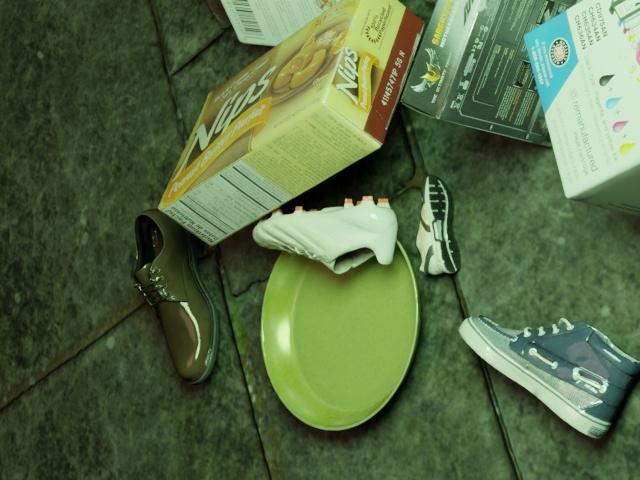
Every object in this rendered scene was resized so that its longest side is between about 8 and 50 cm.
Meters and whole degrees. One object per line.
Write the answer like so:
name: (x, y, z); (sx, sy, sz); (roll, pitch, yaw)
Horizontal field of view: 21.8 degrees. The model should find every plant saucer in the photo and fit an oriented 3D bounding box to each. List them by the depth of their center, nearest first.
plant saucer: (0.028, 0.088, 1.818); (0.241, 0.037, 0.241); (-9, 78, 45)

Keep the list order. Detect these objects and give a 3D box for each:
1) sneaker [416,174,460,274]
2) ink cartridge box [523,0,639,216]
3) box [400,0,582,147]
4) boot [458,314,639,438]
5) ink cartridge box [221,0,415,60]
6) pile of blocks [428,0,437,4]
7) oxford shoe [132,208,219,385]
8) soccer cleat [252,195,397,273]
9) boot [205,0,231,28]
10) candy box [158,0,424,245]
sneaker: (0.116, -0.015, 1.744); (0.043, 0.040, 0.109); (-19, 70, 44)
ink cartridge box: (0.333, -0.144, 1.451); (0.232, 0.168, 0.171); (-29, 63, 38)
box: (0.192, -0.216, 1.598); (0.056, 0.183, 0.231); (31, 106, 43)
boot: (0.223, 0.105, 1.605); (0.190, 0.069, 0.086); (37, 103, 34)
ink cartridge box: (-0.026, -0.319, 1.792); (0.239, 0.275, 0.060); (9, 54, 30)
pile of blocks: (0.075, -0.358, 1.782); (0.362, 0.112, 0.149); (33, 104, 41)
oxford shoe: (-0.185, 0.068, 1.997); (0.083, 0.096, 0.227); (-33, 63, 35)
soccer cleat: (0.000, 0.000, 1.790); (0.196, 0.068, 0.076); (-8, 81, 42)
boot: (-0.118, -0.330, 2.034); (0.114, 0.037, 0.106); (58, 136, 38)
candy box: (-0.036, -0.133, 1.804); (0.316, 0.087, 0.183); (-29, 32, 48)
